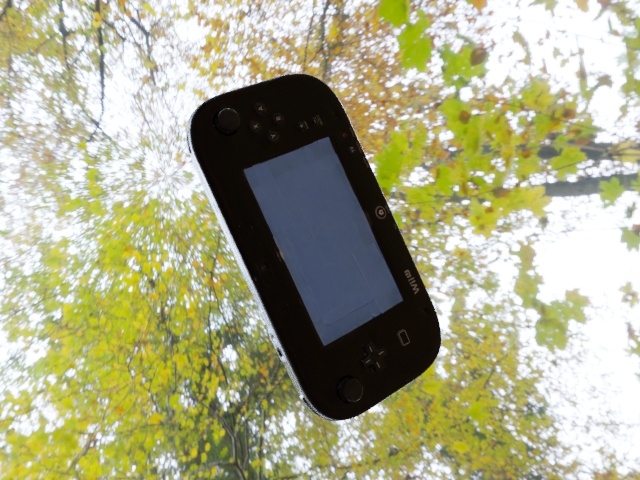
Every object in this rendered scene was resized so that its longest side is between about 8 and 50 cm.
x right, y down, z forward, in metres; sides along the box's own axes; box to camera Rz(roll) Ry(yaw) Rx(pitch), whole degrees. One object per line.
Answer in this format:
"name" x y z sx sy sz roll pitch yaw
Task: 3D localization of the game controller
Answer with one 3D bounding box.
"game controller" 0.000 0.000 0.606 0.166 0.067 0.319 -25 -88 -21
